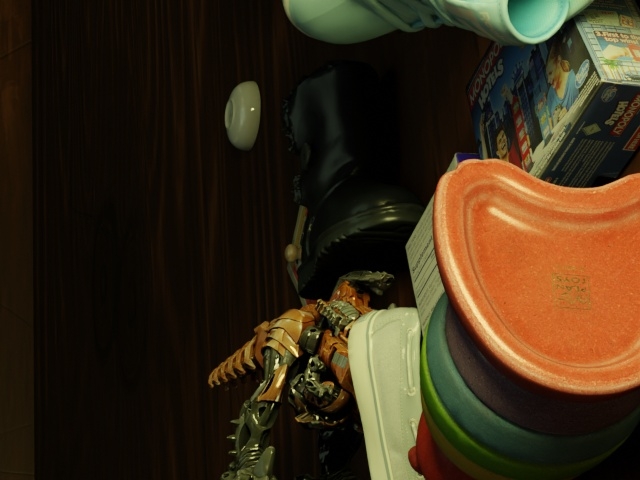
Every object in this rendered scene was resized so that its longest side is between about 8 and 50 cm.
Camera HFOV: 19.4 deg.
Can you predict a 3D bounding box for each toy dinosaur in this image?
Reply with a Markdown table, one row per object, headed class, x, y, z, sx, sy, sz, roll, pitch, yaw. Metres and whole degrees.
| class | x | y | z | sx | sy | sz | roll | pitch | yaw |
| --- | --- | --- | --- | --- | --- | --- | --- | --- | --- |
| toy dinosaur | 0.005 | 0.134 | 1.671 | 0.322 | 0.164 | 0.218 | 157 | 124 | -74 |

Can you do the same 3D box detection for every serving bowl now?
| class | x | y | z | sx | sy | sz | roll | pitch | yaw |
| --- | --- | --- | --- | --- | --- | --- | --- | --- | --- |
| serving bowl | -0.095 | -0.147 | 2.198 | 0.083 | 0.027 | 0.083 | -176 | 90 | -71 |

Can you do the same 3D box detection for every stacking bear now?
| class | x | y | z | sx | sy | sz | roll | pitch | yaw |
| --- | --- | --- | --- | --- | --- | --- | --- | --- | --- |
| stacking bear | 0.136 | 0.094 | 1.264 | 0.289 | 0.175 | 0.164 | 106 | 168 | -58 |

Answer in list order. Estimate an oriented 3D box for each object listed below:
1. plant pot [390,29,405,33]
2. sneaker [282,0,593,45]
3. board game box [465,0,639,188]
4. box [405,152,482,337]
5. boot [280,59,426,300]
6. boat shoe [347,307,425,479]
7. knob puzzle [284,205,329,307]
| class | x | y | z | sx | sy | sz | roll | pitch | yaw |
| --- | --- | --- | --- | --- | --- | --- | --- | --- | --- |
| plant pot | 0.072 | -0.326 | 1.430 | 0.229 | 0.263 | 0.263 | -39 | 48 | 44 |
| sneaker | 0.099 | -0.191 | 1.253 | 0.366 | 0.135 | 0.150 | -24 | 46 | 43 |
| board game box | 0.169 | -0.128 | 1.339 | 0.194 | 0.060 | 0.194 | 118 | 151 | -52 |
| box | 0.125 | 0.025 | 1.421 | 0.126 | 0.072 | 0.137 | 116 | 151 | -50 |
| boot | 0.027 | -0.071 | 1.703 | 0.246 | 0.094 | 0.207 | 134 | 134 | -68 |
| boat shoe | 0.087 | 0.162 | 1.481 | 0.081 | 0.079 | 0.228 | -15 | 91 | 36 |
| knob puzzle | 0.000 | 0.000 | 1.877 | 0.213 | 0.030 | 0.213 | -176 | 90 | -71 |
